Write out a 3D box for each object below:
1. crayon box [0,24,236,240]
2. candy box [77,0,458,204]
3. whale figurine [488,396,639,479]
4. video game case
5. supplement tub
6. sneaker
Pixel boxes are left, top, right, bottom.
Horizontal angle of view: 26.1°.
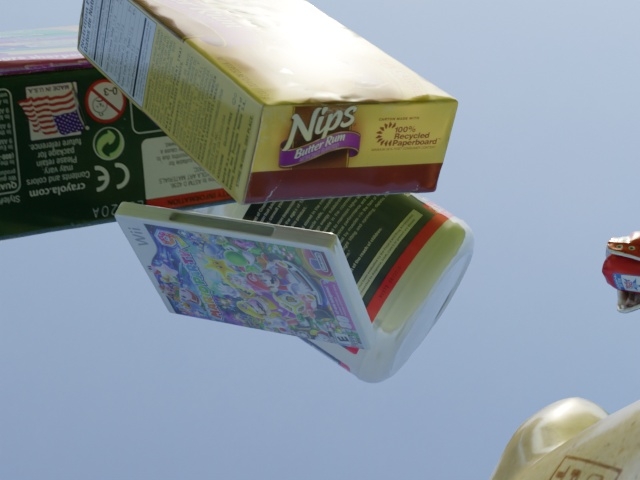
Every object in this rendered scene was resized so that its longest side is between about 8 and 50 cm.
[{"bbox_3d":[-0.261,-0.070,0.885,0.363,0.106,0.313,-10,-166,-30],"label":"crayon box"},{"bbox_3d":[-0.032,-0.081,0.677,0.109,0.053,0.187,-4,-149,-33],"label":"candy box"},{"bbox_3d":[0.121,0.115,0.374,0.141,0.272,0.216,35,-100,-12],"label":"whale figurine"},{"bbox_3d":[-0.038,0.018,0.703,0.122,0.087,0.011,9,-124,25],"label":"video game case"},{"bbox_3d":[0.000,0.000,1.399,0.272,0.191,0.191,34,-135,12],"label":"supplement tub"},{"bbox_3d":[0.192,0.021,0.727,0.067,0.042,0.118,-15,-162,-7],"label":"sneaker"}]
